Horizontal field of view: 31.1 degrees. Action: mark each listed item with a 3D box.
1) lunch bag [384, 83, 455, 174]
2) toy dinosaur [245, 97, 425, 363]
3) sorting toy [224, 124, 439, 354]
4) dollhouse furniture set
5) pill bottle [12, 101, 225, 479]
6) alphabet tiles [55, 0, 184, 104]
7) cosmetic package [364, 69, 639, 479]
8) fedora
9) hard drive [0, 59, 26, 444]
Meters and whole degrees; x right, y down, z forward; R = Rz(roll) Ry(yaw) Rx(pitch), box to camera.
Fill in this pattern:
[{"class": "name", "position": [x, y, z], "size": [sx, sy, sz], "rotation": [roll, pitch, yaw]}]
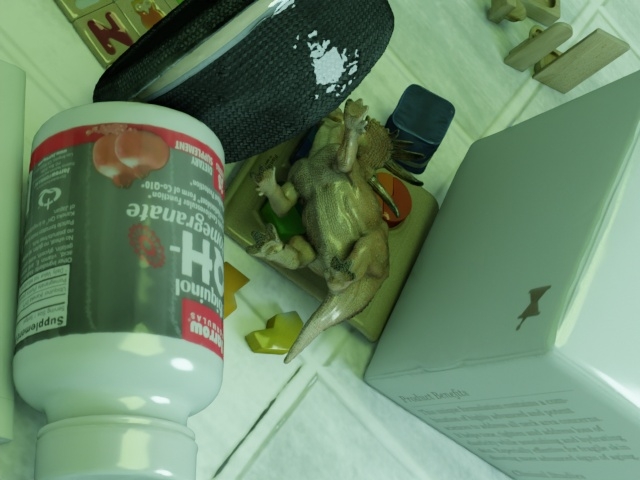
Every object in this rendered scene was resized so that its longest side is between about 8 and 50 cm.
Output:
[{"class": "lunch bag", "position": [0.110, -0.129, 1.339], "size": [0.067, 0.065, 0.098], "rotation": [29, 47, 1]}, {"class": "toy dinosaur", "position": [0.028, -0.022, 1.163], "size": [0.200, 0.127, 0.296], "rotation": [20, 68, -63]}, {"class": "sorting toy", "position": [0.000, 0.000, 1.221], "size": [0.229, 0.041, 0.307], "rotation": [39, 52, -13]}, {"class": "dollhouse furniture set", "position": [0.310, -0.309, 1.523], "size": [0.144, 0.123, 0.151], "rotation": [21, 58, -25]}, {"class": "pill bottle", "position": [-0.170, 0.057, 0.991], "size": [0.176, 0.176, 0.319], "rotation": [12, 63, -29]}, {"class": "alphabet tiles", "position": [-0.166, -0.290, 1.264], "size": [0.285, 0.011, 0.343], "rotation": [-37, 91, -39]}, {"class": "cosmetic package", "position": [0.330, 0.093, 1.180], "size": [0.393, 0.329, 0.327], "rotation": [35, 67, -17]}, {"class": "fedora", "position": [-0.049, -0.184, 1.092], "size": [0.152, 0.334, 0.334], "rotation": [51, 50, -17]}, {"class": "hard drive", "position": [-0.357, -0.019, 0.952], "size": [0.233, 0.047, 0.353], "rotation": [19, 58, -44]}]
